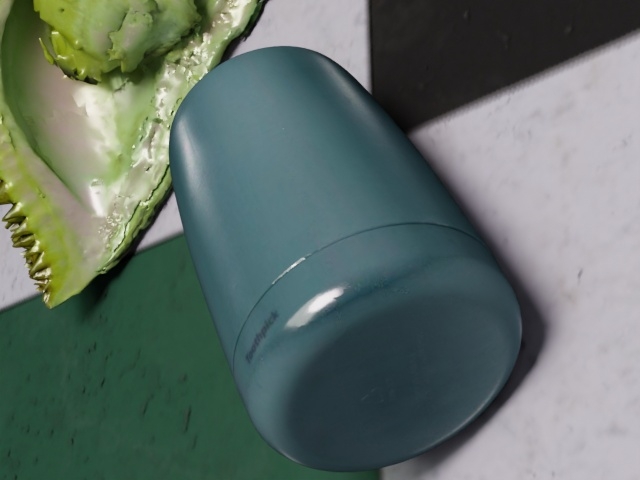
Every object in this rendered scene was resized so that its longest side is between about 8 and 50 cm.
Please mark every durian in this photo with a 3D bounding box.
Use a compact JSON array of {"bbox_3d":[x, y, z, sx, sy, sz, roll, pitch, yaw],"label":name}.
[{"bbox_3d":[-0.095,-0.150,0.894,0.169,0.157,0.355,38,108,11],"label":"durian"}]

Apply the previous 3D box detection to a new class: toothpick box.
[{"bbox_3d":[0.000,0.000,0.695,0.120,0.120,0.184,-51,42,22],"label":"toothpick box"}]
